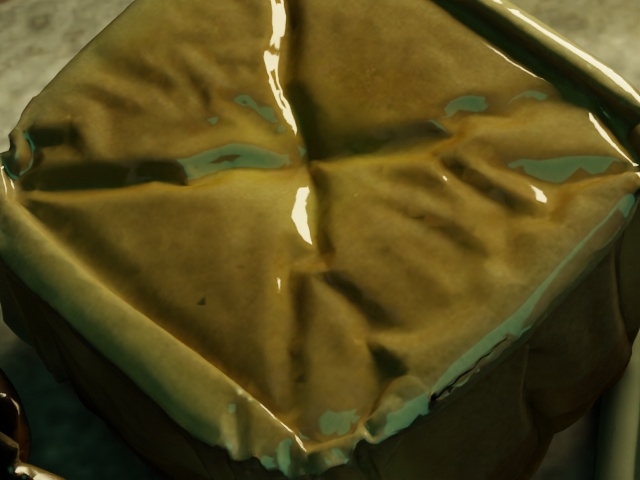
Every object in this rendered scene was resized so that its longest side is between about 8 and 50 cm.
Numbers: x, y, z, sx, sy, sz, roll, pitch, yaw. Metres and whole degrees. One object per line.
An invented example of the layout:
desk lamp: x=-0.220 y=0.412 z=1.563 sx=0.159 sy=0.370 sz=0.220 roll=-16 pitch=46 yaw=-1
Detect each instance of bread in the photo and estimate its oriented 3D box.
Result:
bread: x=0.002 y=0.002 z=0.629 sx=0.192 sy=0.110 sz=0.210 roll=-44 pitch=55 yaw=-17

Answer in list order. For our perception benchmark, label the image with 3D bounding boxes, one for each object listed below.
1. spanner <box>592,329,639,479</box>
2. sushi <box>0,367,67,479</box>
spanner: x=0.129 y=0.142 z=0.575 sx=0.095 sy=0.040 sz=0.325 roll=2 pitch=56 yaw=7
sushi: x=-0.187 y=0.096 z=0.555 sx=0.200 sy=0.204 sz=0.213 roll=-62 pitch=30 yaw=-3
